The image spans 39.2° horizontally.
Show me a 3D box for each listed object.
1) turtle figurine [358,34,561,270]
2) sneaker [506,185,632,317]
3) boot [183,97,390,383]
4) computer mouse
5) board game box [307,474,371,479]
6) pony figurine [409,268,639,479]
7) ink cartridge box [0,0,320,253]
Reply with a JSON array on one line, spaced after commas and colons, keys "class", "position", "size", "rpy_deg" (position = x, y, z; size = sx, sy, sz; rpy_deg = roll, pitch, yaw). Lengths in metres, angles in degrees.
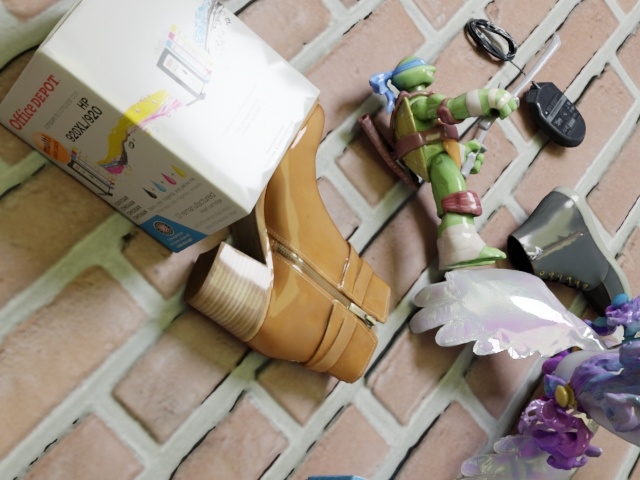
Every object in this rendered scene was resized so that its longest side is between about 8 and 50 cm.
[{"class": "turtle figurine", "position": [0.201, -0.105, 1.102], "size": [0.275, 0.198, 0.266], "rpy_deg": [-4, 83, -31]}, {"class": "sneaker", "position": [0.338, 0.046, 1.237], "size": [0.118, 0.083, 0.222], "rpy_deg": [-38, 107, -16]}, {"class": "boot", "position": [0.000, 0.000, 0.987], "size": [0.220, 0.109, 0.283], "rpy_deg": [30, 64, -23]}, {"class": "computer mouse", "position": [0.294, -0.225, 1.301], "size": [0.242, 0.041, 0.071], "rpy_deg": [47, 58, -7]}, {"class": "board game box", "position": [0.105, 0.435, 0.954], "size": [0.308, 0.086, 0.302], "rpy_deg": [23, 66, -27]}, {"class": "pony figurine", "position": [0.320, 0.167, 1.056], "size": [0.351, 0.363, 0.303], "rpy_deg": [-7, 88, -19]}, {"class": "ink cartridge box", "position": [-0.161, -0.135, 0.879], "size": [0.233, 0.171, 0.168], "rpy_deg": [39, 59, -19]}]
